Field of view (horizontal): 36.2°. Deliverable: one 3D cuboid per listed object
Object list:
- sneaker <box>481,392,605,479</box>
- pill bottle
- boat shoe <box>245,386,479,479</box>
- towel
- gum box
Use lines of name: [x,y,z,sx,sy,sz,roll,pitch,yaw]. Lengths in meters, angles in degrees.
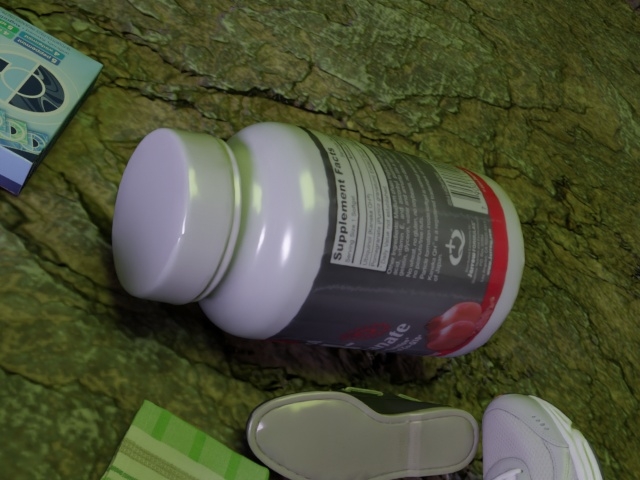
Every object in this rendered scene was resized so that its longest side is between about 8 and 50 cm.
sneaker: [0.145,0.231,0.720,0.121,0.099,0.262,8,53,-22]
pill bottle: [0.000,0.000,0.816,0.319,0.176,0.176,10,42,-34]
boat shoe: [0.027,0.154,0.780,0.206,0.075,0.065,8,0,-28]
towel: [-0.099,0.185,0.651,0.113,0.023,0.152,34,32,-8]
gum box: [-0.292,-0.137,0.845,0.157,0.041,0.184,29,35,-11]
